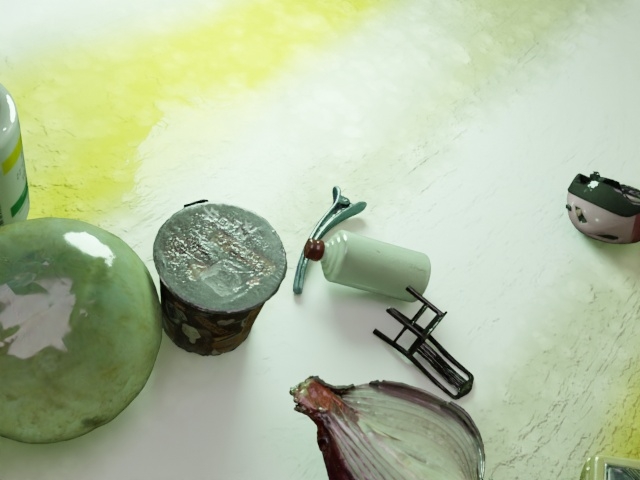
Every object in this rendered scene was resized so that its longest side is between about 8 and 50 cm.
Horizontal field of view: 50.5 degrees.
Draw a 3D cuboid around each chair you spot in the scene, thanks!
[{"bbox_3d":[0.213,0.194,1.267,0.212,0.101,0.084,39,53,12],"label":"chair"}]

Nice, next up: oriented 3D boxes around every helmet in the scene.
[{"bbox_3d":[0.690,-0.063,1.581,0.253,0.154,0.198,25,13,-11],"label":"helmet"}]

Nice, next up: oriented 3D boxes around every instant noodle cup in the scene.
[{"bbox_3d":[-0.181,0.076,1.156,0.217,0.207,0.218,8,53,-11],"label":"instant noodle cup"}]

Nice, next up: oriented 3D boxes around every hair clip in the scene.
[{"bbox_3d":[0.000,0.000,1.382,0.083,0.048,0.275,32,57,3],"label":"hair clip"}]

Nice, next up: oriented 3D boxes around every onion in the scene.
[{"bbox_3d":[0.087,0.347,1.079,0.348,0.159,0.267,33,40,5],"label":"onion"}]

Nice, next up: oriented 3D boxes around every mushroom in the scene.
[{"bbox_3d":[-0.409,0.133,1.010,0.352,0.260,0.352,13,55,-19],"label":"mushroom"}]

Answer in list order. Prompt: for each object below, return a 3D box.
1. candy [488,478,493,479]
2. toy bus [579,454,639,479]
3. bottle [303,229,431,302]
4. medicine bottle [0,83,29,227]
[{"bbox_3d":[0.333,0.491,1.132,0.060,0.060,0.201,-8,50,-23],"label":"candy"},{"bbox_3d":[0.482,0.533,1.044,0.201,0.177,0.365,7,51,17],"label":"toy bus"},{"bbox_3d":[0.085,0.044,1.314,0.245,0.104,0.104,16,52,-16],"label":"bottle"},{"bbox_3d":[-0.568,-0.085,1.059,0.208,0.340,0.208,9,54,-12],"label":"medicine bottle"}]
